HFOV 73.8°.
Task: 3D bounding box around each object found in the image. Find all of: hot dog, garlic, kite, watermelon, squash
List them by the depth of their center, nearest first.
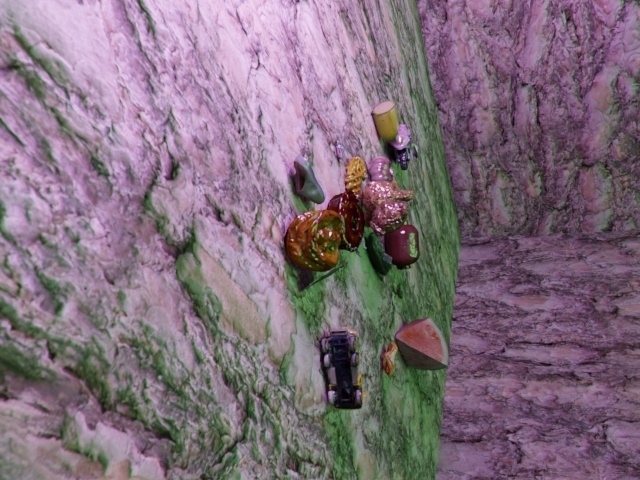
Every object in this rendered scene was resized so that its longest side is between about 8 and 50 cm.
[{"bbox_3d":[0.000,0.000,1.362,0.272,0.122,0.196,6,88,-62],"label":"hot dog"},{"bbox_3d":[0.022,0.115,1.417,0.015,0.141,0.245,58,19,4],"label":"kite"},{"bbox_3d":[0.290,-0.319,1.997,0.147,0.101,0.159,57,39,-43],"label":"garlic"},{"bbox_3d":[0.323,0.557,2.017,0.061,0.078,0.169,20,62,-18],"label":"hot dog"},{"bbox_3d":[0.328,-0.571,2.082,0.187,0.123,0.123,67,33,-34],"label":"squash"},{"bbox_3d":[0.556,0.551,2.293,0.292,0.250,0.283,35,52,-61],"label":"watermelon"}]

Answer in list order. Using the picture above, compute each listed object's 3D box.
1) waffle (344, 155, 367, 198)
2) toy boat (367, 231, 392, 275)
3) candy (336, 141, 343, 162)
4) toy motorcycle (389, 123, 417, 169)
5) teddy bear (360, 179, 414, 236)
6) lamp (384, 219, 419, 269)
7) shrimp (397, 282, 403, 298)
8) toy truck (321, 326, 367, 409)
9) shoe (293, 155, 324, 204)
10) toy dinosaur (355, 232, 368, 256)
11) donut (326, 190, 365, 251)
[{"bbox_3d":[0.153,-0.260,1.774,0.149,0.051,0.194,54,41,-46],"label":"waffle"},{"bbox_3d":[0.270,0.056,1.938,0.261,0.085,0.078,63,36,-39],"label":"toy boat"},{"bbox_3d":[0.077,-0.344,1.659,0.030,0.020,0.083,-18,102,-63],"label":"candy"},{"bbox_3d":[0.443,-0.526,2.287,0.327,0.143,0.188,-75,149,-45],"label":"toy motorcycle"},{"bbox_3d":[0.271,-0.133,1.726,0.223,0.246,0.296,64,13,9],"label":"teddy bear"},{"bbox_3d":[0.411,0.017,2.125,0.180,0.180,0.258,-10,98,-63],"label":"lamp"},{"bbox_3d":[0.430,0.275,2.309,0.038,0.029,0.093,-9,90,-55],"label":"shrimp"},{"bbox_3d":[0.088,0.440,1.501,0.157,0.124,0.273,-13,96,-73],"label":"toy truck"},{"bbox_3d":[-0.051,-0.178,1.352,0.078,0.079,0.195,-39,140,-16],"label":"shoe"},{"bbox_3d":[0.164,-0.001,1.777,0.209,0.039,0.082,-77,148,-50],"label":"toy dinosaur"},{"bbox_3d":[0.090,-0.067,1.582,0.235,0.089,0.235,-4,90,-65],"label":"donut"}]
